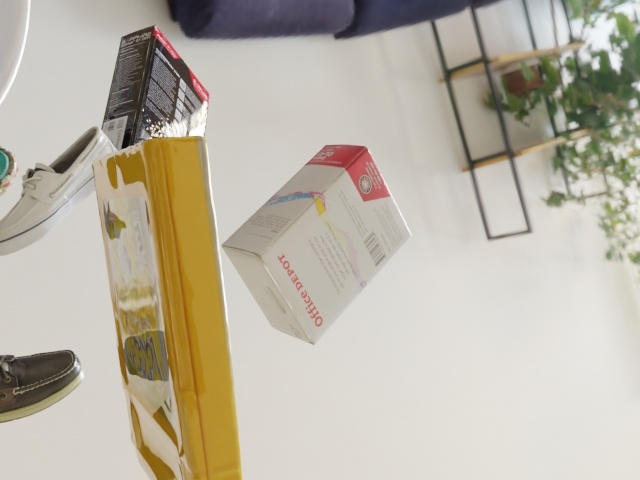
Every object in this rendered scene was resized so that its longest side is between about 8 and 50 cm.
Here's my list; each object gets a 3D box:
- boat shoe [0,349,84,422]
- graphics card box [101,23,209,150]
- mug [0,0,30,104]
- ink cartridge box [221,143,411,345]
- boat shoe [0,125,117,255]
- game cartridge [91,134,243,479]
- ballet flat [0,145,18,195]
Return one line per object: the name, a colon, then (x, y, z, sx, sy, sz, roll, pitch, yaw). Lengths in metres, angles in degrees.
boat shoe: (-0.398, 0.172, 0.902, 0.223, 0.073, 0.080, -16, -146, -19)
graphics card box: (-0.331, -0.218, 1.536, 0.094, 0.371, 0.233, -11, 147, 18)
mug: (-0.434, -0.248, 0.519, 0.328, 0.374, 0.276, 6, -143, 11)
ink cartridge box: (0.000, 0.000, 1.405, 0.306, 0.226, 0.131, -44, -146, -25)
boat shoe: (-0.440, -0.086, 1.236, 0.096, 0.088, 0.267, 18, -127, 45)
game cartridge: (-0.146, 0.078, 0.687, 0.052, 0.324, 0.285, -7, -175, -24)
ballet flat: (-0.511, -0.073, 1.067, 0.241, 0.091, 0.077, -13, 160, 15)
